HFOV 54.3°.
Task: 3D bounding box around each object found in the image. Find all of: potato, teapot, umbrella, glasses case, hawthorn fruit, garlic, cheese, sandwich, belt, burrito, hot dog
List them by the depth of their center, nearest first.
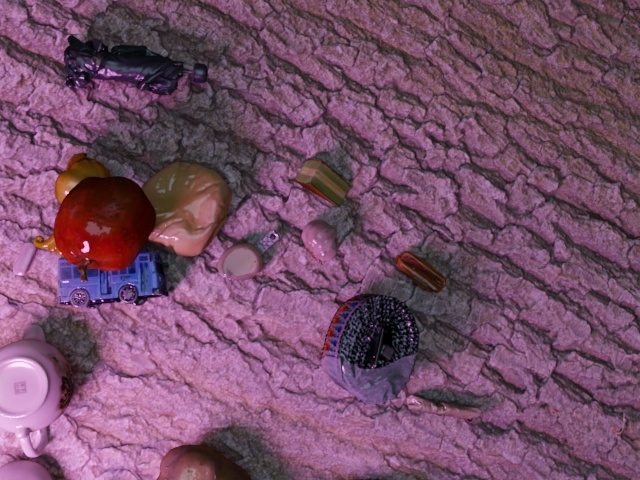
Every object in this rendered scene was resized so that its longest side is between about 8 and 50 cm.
[{"bbox_3d":[-0.472,-0.020,1.348,0.205,0.205,0.253,11,46,-4],"label":"hawthorn fruit"},{"bbox_3d":[-0.672,0.574,1.411,0.227,0.092,0.145,12,83,-8],"label":"teapot"},{"bbox_3d":[-0.664,0.340,1.416,0.205,0.139,0.297,-1,81,-8],"label":"teapot"},{"bbox_3d":[-0.249,0.594,1.426,0.296,0.141,0.191,36,70,-4],"label":"potato"},{"bbox_3d":[0.122,0.256,1.499,0.207,0.150,0.257,16,83,-14],"label":"belt"},{"bbox_3d":[-0.710,0.044,1.501,0.032,0.021,0.083,20,82,-1],"label":"glasses case"},{"bbox_3d":[-0.333,-0.081,1.514,0.214,0.117,0.225,25,76,1],"label":"cheese"},{"bbox_3d":[-0.171,0.043,1.543,0.171,0.047,0.092,-21,87,-8],"label":"cheese"},{"bbox_3d":[-0.456,-0.423,1.546,0.349,0.094,0.143,3,77,-7],"label":"umbrella"},{"bbox_3d":[0.302,0.413,1.547,0.186,0.045,0.041,11,117,-6],"label":"burrito"},{"bbox_3d":[0.002,-0.003,1.554,0.094,0.074,0.113,-42,73,1],"label":"garlic"},{"bbox_3d":[0.252,0.080,1.587,0.144,0.038,0.062,36,84,1],"label":"hot dog"},{"bbox_3d":[0.008,-0.147,1.605,0.116,0.074,0.074,37,79,-33],"label":"sandwich"}]

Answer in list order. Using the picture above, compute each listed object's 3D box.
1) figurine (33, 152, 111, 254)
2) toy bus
[{"bbox_3d":[-0.582,-0.085,1.482,0.157,0.131,0.246,12,82,31],"label":"figurine"},{"bbox_3d":[-0.485,0.089,1.472,0.234,0.116,0.133,-5,81,-5],"label":"toy bus"}]
